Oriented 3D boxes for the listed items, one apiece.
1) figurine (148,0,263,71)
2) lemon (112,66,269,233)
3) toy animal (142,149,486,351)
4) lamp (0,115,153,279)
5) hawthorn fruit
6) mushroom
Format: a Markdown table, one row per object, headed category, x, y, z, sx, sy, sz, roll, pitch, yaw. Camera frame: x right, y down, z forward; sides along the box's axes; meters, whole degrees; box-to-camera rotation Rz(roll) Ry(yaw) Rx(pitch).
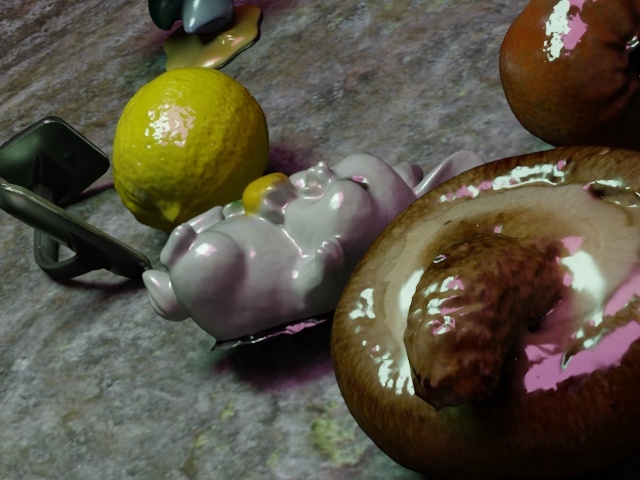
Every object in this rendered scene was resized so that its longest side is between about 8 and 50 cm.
| category | x | y | z | sx | sy | sz | roll | pitch | yaw |
| --- | --- | --- | --- | --- | --- | --- | --- | --- | --- |
| figurine | -0.206 | -0.357 | 2.049 | 0.208 | 0.257 | 0.181 | 7 | 44 | 41 |
| lemon | -0.144 | -0.097 | 1.727 | 0.180 | 0.180 | 0.193 | -1 | 72 | 33 |
| toy animal | -0.001 | 0.001 | 1.522 | 0.325 | 0.154 | 0.208 | -18 | 6 | -27 |
| lamp | -0.320 | -0.050 | 1.766 | 0.124 | 0.203 | 0.283 | -42 | 36 | 9 |
| hawthorn fruit | 0.262 | -0.169 | 1.561 | 0.199 | 0.199 | 0.251 | -39 | 11 | -19 |
| mushroom | 0.171 | 0.059 | 1.284 | 0.345 | 0.239 | 0.345 | 0 | 38 | 0 |
